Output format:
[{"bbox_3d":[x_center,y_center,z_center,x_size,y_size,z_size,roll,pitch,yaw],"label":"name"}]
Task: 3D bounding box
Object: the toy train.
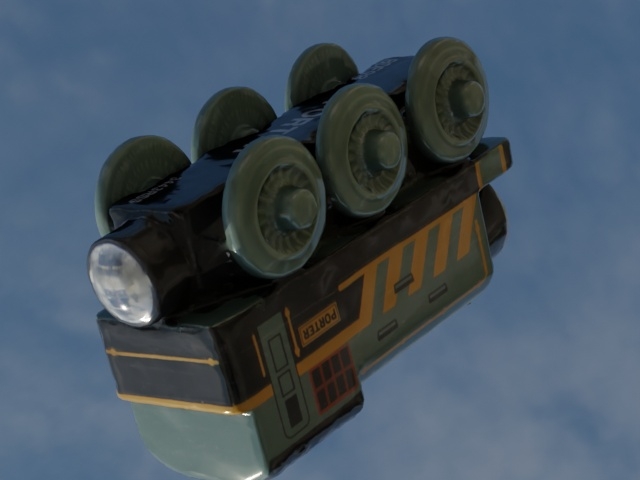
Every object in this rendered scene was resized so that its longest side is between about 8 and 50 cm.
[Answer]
[{"bbox_3d":[0.000,0.000,0.968,0.334,0.142,0.190,-33,-62,-46],"label":"toy train"}]
